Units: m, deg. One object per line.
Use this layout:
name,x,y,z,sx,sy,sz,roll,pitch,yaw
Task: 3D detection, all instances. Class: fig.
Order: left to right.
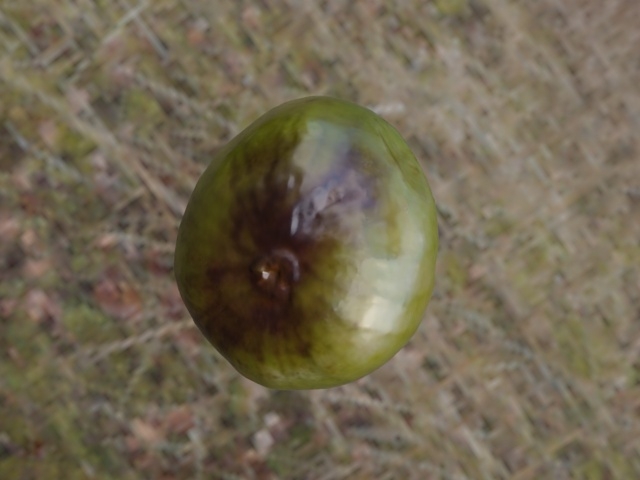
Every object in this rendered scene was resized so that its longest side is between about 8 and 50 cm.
fig,-0.005,0.000,0.889,0.121,0.136,0.153,49,56,-60
